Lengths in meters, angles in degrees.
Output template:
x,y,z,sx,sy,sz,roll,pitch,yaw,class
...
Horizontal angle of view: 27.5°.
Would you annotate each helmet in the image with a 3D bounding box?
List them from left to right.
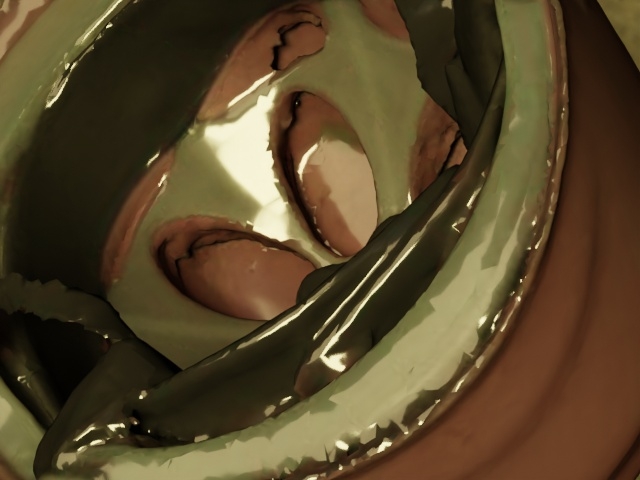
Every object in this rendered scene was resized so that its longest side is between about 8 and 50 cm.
x,y,z,sx,sy,sz,roll,pitch,yaw,class
0.000,0.000,0.498,0.271,0.197,0.338,-51,36,-2,helmet
